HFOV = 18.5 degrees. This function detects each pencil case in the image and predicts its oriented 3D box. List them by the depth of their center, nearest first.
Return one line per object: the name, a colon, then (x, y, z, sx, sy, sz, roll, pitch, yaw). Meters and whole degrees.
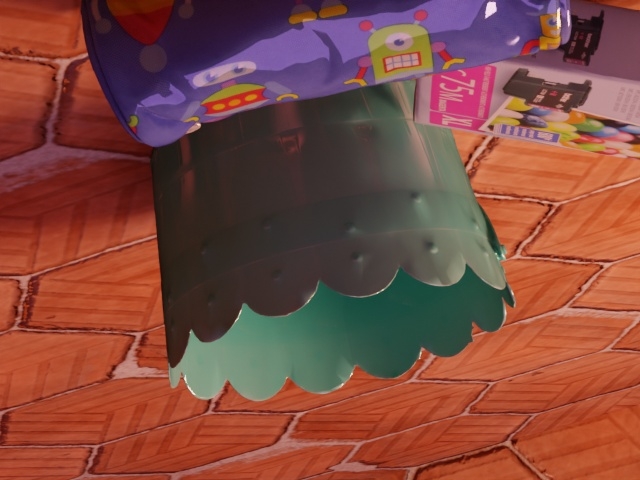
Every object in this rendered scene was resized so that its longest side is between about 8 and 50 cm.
pencil case: (0.004, -0.142, 1.218, 0.306, 0.119, 0.133, -14, 138, 6)

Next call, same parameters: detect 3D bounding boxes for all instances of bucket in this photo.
bucket: (0.000, 0.000, 1.538, 0.281, 0.183, 0.281, -11, 162, -4)

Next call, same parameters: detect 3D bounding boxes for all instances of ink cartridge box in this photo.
ink cartridge box: (0.221, -0.105, 1.372, 0.311, 0.065, 0.186, 8, 168, 4)
